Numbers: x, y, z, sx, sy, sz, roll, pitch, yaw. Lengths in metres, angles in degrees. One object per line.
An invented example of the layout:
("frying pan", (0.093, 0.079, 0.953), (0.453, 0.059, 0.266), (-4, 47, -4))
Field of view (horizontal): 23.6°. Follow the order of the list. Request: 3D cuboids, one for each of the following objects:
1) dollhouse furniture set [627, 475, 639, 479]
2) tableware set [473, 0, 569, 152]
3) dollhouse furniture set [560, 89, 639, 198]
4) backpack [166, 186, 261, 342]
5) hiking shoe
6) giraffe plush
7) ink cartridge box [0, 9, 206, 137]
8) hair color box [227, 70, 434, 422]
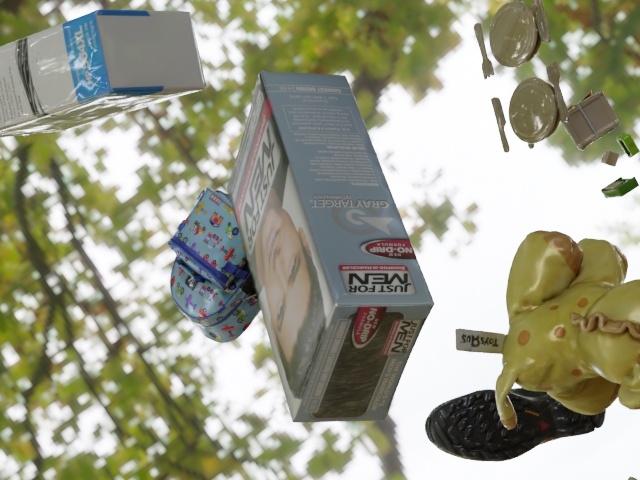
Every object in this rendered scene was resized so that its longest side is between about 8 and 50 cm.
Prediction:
("dollhouse furniture set", (0.462, 0.439, 1.814), (0.201, 0.152, 0.374), (-59, 17, -6))
("tableware set", (0.273, -0.219, 2.002), (0.039, 0.194, 0.128), (-1, -17, -37))
("dollhouse furniture set", (0.393, -0.134, 2.161), (0.076, 0.152, 0.058), (-33, 7, -9))
("backpack", (-0.133, 0.039, 2.024), (0.173, 0.158, 0.117), (-53, -39, 7))
("hiking shoe", (0.216, 0.215, 1.791), (0.227, 0.086, 0.114), (-4, -12, -22))
("giraffe plush", (0.249, 0.076, 1.330), (0.210, 0.181, 0.170), (-14, 5, -41))
("ink cartridge box", (-0.243, -0.167, 1.548), (0.203, 0.086, 0.148), (-12, 0, 34))
("hair color box", (0.000, 0.000, 1.700), (0.113, 0.374, 0.185), (0, -46, -20))
